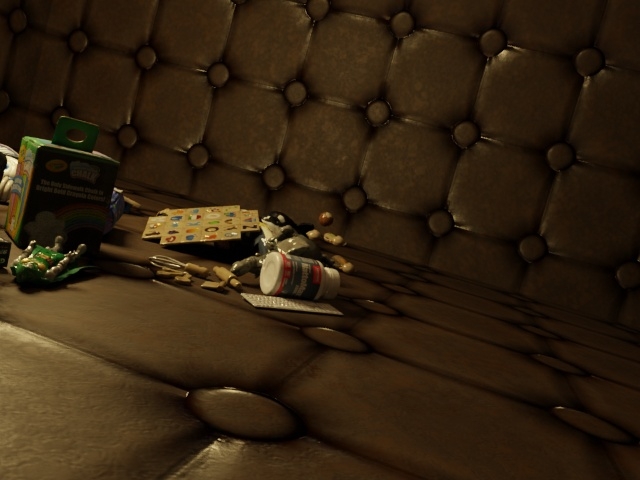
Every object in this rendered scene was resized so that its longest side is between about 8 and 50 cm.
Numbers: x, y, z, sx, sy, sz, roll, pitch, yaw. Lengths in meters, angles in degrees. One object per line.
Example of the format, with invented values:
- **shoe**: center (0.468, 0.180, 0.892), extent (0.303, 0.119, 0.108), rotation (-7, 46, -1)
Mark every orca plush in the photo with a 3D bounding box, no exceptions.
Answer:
- **orca plush**: center (-0.046, -0.002, 1.905), extent (0.287, 0.102, 0.151), rotation (44, -2, -6)

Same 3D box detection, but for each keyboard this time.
- **keyboard**: center (-0.062, 0.149, 1.435), extent (0.256, 0.014, 0.072), rotation (11, 7, -39)

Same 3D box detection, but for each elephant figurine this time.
- **elephant figurine**: center (-0.096, 0.067, 1.632), extent (0.169, 0.186, 0.239), rotation (56, 15, -6)

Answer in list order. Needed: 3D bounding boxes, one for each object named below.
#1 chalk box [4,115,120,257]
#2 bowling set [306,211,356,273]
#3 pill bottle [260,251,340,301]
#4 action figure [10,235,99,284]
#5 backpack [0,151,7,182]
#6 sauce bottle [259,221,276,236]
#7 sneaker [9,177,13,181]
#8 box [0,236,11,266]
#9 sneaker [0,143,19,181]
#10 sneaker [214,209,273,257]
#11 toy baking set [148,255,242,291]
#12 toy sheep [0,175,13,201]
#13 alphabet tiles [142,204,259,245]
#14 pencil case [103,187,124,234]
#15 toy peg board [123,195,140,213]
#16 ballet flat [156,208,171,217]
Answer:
- **chalk box**: center (-0.579, -0.131, 1.401), extent (0.180, 0.289, 0.179), rotation (11, 7, -38)
- **bowling set**: center (0.000, 0.000, 2.234), extent (0.287, 0.200, 0.154), rotation (9, 9, -21)
- **pill bottle**: center (-0.047, 0.095, 1.529), extent (0.180, 0.108, 0.108), rotation (12, 6, -28)
- **action figure**: center (-0.498, 0.039, 1.132), extent (0.137, 0.064, 0.232), rotation (18, 9, -7)
- **backpack**: center (-0.852, -0.157, 1.293), extent (0.290, 0.273, 0.355), rotation (11, -13, -17)
- **sauce bottle**: center (-0.171, 0.004, 2.103), extent (0.344, 0.111, 0.111), rotation (17, 5, 35)
- **sneaker**: center (-1.049, -0.194, 1.984), extent (0.135, 0.058, 0.052), rotation (13, 6, -13)
- **box**: center (-0.691, -0.009, 1.104), extent (0.220, 0.051, 0.175), rotation (19, 6, 34)
- **sneaker**: center (-1.126, -0.266, 2.108), extent (0.322, 0.130, 0.236), rotation (22, 2, 9)
- **sneaker**: center (-0.250, 0.007, 1.932), extent (0.148, 0.131, 0.350), rotation (-12, 23, -24)
- **toy baking set**: center (-0.303, 0.070, 1.482), extent (0.196, 0.030, 0.256), rotation (12, 6, -27)
- **toy sheep**: center (-0.919, -0.151, 1.772), extent (0.132, 0.091, 0.091), rotation (19, 4, -20)
- **alphabet tiles**: center (-0.359, -0.049, 1.893), extent (0.342, 0.011, 0.285), rotation (-4, 23, -7)
- **pencil case**: center (-0.614, -0.087, 1.726), extent (0.119, 0.133, 0.306), rotation (48, -3, -15)
- **toy peg board**: center (-0.773, -0.145, 2.266), extent (0.161, 0.079, 0.160), rotation (22, -7, 47)
- **ballet flat**: center (-0.523, -0.063, 2.155), extent (0.067, 0.073, 0.206), rotation (-18, 18, -25)
